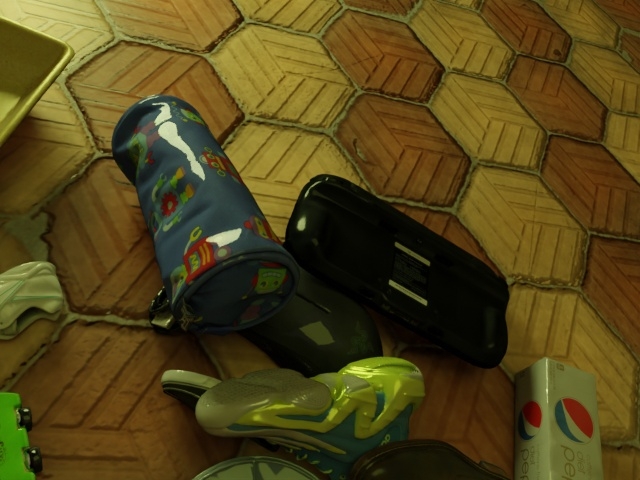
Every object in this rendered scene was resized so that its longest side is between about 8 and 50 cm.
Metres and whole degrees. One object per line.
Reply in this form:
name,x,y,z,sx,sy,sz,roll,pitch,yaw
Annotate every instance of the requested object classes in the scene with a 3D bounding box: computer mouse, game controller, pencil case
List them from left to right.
pencil case,-0.136,-0.031,0.594,0.119,0.133,0.306,21,26,-47
computer mouse,-0.039,0.081,0.629,0.272,0.072,0.189,32,52,1
game controller,0.106,0.035,0.693,0.319,0.067,0.167,30,49,-10

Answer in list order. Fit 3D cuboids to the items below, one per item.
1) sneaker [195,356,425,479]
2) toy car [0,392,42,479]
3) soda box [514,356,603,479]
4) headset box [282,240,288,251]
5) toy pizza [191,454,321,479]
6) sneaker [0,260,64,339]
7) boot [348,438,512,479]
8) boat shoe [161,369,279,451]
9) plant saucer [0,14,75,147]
sneaker,0.000,0.190,0.534,0.240,0.091,0.126,-1,95,-24
toy car,-0.248,0.229,0.443,0.238,0.053,0.225,-8,47,-33
soda box,0.275,0.252,0.641,0.073,0.069,0.216,21,52,-7
headset box,0.000,0.000,0.715,0.062,0.032,0.083,42,43,7
toy pizza,-0.059,0.302,0.499,0.201,0.032,0.201,9,56,-13
sneaker,-0.329,0.070,0.535,0.152,0.054,0.061,-20,70,-31
boot,0.135,0.258,0.525,0.219,0.082,0.106,20,10,-26
boat shoe,-0.098,0.173,0.560,0.142,0.049,0.040,23,53,-8
plant saucer,-0.498,-0.151,0.598,0.332,0.081,0.333,21,54,-8
